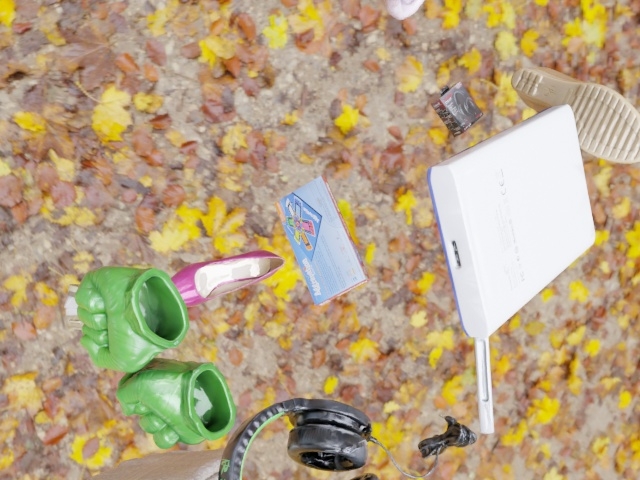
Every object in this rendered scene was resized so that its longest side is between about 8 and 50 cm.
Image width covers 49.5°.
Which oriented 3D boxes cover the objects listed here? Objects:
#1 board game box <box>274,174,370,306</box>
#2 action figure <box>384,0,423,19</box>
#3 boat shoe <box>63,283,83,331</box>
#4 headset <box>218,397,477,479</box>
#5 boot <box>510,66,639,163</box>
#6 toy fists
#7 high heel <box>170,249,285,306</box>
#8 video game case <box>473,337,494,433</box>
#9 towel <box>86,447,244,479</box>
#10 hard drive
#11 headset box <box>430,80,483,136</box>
[{"bbox_3d":[0.000,0.000,1.650,0.145,0.282,0.027,-28,161,17],"label":"board game box"},{"bbox_3d":[0.181,-0.372,0.512,0.369,0.248,0.276,-18,94,5],"label":"action figure"},{"bbox_3d":[-0.432,0.174,1.494,0.113,0.302,0.104,13,89,-57],"label":"boat shoe"},{"bbox_3d":[0.047,0.342,1.029,0.393,0.185,0.244,-1,66,-37],"label":"headset"},{"bbox_3d":[0.426,-0.190,1.069,0.206,0.248,0.090,3,123,-49],"label":"boot"},{"bbox_3d":[-0.229,0.159,0.918,0.096,0.142,0.279,-46,120,-44],"label":"toy fists"},{"bbox_3d":[-0.184,0.073,1.348,0.244,0.117,0.082,-12,90,-45],"label":"high heel"},{"bbox_3d":[0.388,0.255,1.678,0.036,0.329,0.300,-3,101,12],"label":"video game case"},{"bbox_3d":[-0.249,0.374,1.096,0.187,0.282,0.049,-8,83,12],"label":"towel"},{"bbox_3d":[0.261,-0.038,0.900,0.318,0.040,0.210,-28,108,-42],"label":"hard drive"},{"bbox_3d":[0.240,-0.236,1.228,0.062,0.032,0.083,-41,100,-26],"label":"headset box"}]
